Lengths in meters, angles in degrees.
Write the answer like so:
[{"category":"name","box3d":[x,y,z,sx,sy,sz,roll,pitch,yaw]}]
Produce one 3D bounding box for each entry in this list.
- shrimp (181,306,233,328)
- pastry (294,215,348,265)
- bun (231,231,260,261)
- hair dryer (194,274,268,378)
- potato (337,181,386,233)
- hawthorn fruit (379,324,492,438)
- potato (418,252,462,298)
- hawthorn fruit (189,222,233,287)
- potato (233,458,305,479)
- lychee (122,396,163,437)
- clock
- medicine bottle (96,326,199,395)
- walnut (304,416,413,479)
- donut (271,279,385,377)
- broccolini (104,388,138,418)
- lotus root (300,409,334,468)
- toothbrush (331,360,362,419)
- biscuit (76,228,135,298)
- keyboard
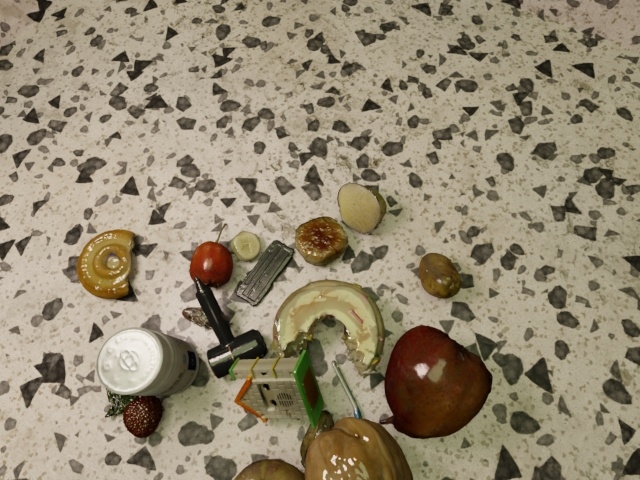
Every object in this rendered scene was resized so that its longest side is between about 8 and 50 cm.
[{"category":"shrimp","box3d":[-0.400,0.276,1.422,0.191,0.073,0.074,19,60,7]},{"category":"pastry","box3d":[0.000,0.000,1.495,0.193,0.093,0.182,-30,70,-12]},{"category":"bun","box3d":[-0.282,0.024,1.514,0.115,0.069,0.115,3,78,-16]},{"category":"hair dryer","box3d":[-0.326,0.267,1.343,0.189,0.107,0.351,-24,97,-9]},{"category":"potato","box3d":[0.171,-0.134,1.524,0.202,0.182,0.117,32,35,32]},{"category":"hawthorn fruit","box3d":[0.337,0.431,1.213,0.309,0.308,0.324,29,61,13]},{"category":"potato","box3d":[0.420,0.128,1.414,0.138,0.137,0.175,-9,48,-1]},{"category":"hawthorn fruit","box3d":[-0.383,0.035,1.476,0.166,0.165,0.285,6,61,5]},{"category":"potato","box3d":[-0.119,0.757,1.144,0.289,0.301,0.237,13,50,-30]},{"category":"lychee","box3d":[-0.574,0.570,1.300,0.124,0.123,0.128,-23,90,-6]},{"category":"clock","box3d":[-0.145,0.468,1.267,0.256,0.106,0.219,-7,111,20]},{"category":"medicine bottle","box3d":[-0.522,0.384,1.248,0.190,0.332,0.189,-1,69,3]},{"category":"walnut","box3d":[0.103,0.643,1.121,0.297,0.285,0.284,-6,65,-34]},{"category":"donut","box3d":[0.033,0.285,1.352,0.372,0.150,0.306,8,67,7]},{"category":"broccolini","box3d":[-0.692,0.460,1.383,0.123,0.062,0.271,-13,66,-13]},{"category":"lotus root","box3d":[-0.007,0.630,1.264,0.089,0.080,0.179,0,55,49]},{"category":"toothbrush","box3d":[0.119,0.575,1.304,0.040,0.040,0.385,-25,68,-7]},{"category":"biscuit","box3d":[-0.804,0.089,1.504,0.214,0.091,0.273,-10,71,-3]},{"category":"keyboard","box3d":[-0.208,0.118,1.502,0.106,0.016,0.262,31,73,13]}]
